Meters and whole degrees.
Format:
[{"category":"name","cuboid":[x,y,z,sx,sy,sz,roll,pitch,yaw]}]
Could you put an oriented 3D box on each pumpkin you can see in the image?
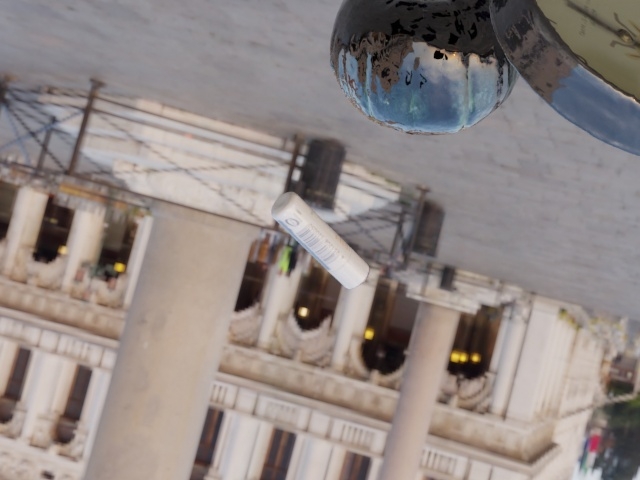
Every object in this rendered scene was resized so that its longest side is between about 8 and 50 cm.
[{"category":"pumpkin","cuboid":[0.161,-0.281,1.444,0.315,0.239,0.315,-7,-144,5]}]

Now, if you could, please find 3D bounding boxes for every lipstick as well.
[{"category":"lipstick","cuboid":[0.000,0.000,1.107,0.141,0.040,0.040,44,163,-27]}]

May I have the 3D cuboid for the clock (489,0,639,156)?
[{"category":"clock","cuboid":[0.203,-0.135,0.639,0.184,0.185,0.040,15,139,-17]}]
